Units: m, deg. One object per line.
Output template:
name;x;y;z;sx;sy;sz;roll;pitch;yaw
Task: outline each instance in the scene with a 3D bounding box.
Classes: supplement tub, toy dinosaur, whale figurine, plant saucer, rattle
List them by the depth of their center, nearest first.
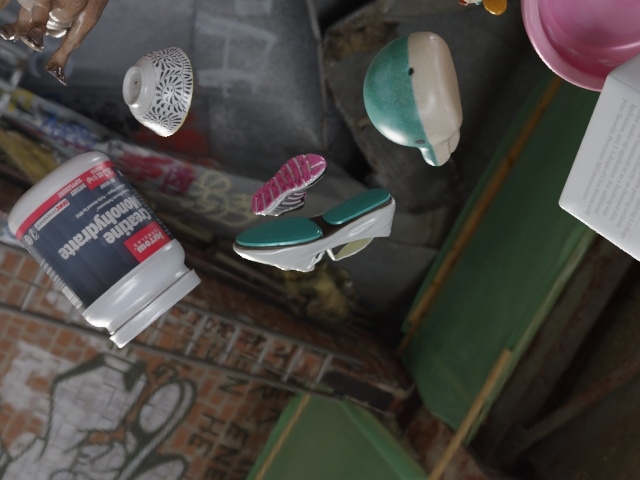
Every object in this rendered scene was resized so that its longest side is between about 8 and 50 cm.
toy dinosaur;-0.316;-0.321;1.111;0.200;0.127;0.295;-54;177;-7
plant saucer;0.429;-0.365;1.213;0.332;0.332;0.084;-53;-153;27
supplement tub;-0.339;0.013;1.420;0.191;0.272;0.191;-40;-177;3
whale figurine;0.153;-0.218;1.432;0.272;0.141;0.216;30;51;-71
rattle;0.410;-0.587;2.227;0.143;0.130;0.200;70;-24;9

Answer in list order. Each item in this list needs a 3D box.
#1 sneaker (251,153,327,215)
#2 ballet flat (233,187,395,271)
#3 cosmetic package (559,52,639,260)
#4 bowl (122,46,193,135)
sneaker;-0.046;-0.097;1.632;0.170;0.075;0.063;-37;-121;26
ballet flat;0.000;0.000;2.042;0.139;0.400;0.139;52;-27;41
cosmetic package;0.541;-0.032;1.081;0.161;0.453;0.230;-32;148;-31
bowl;-0.317;-0.283;1.671;0.170;0.080;0.170;-4;-96;49
